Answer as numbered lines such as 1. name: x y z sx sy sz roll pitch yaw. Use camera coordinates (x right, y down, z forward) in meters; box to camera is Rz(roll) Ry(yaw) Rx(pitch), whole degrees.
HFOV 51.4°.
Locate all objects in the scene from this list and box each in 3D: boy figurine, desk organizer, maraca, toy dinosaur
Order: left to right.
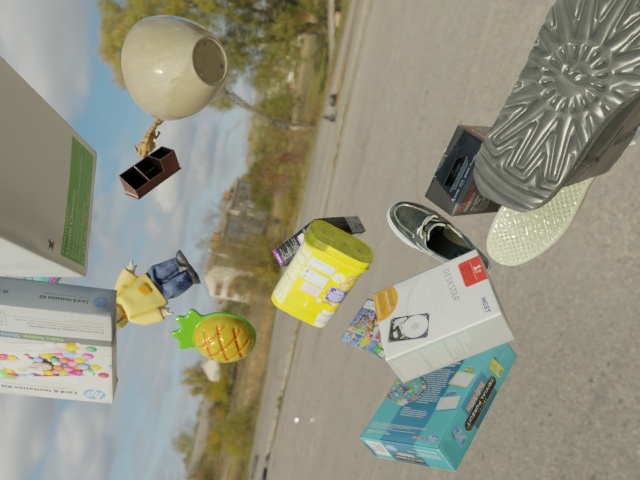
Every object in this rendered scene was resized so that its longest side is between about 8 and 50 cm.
1. boy figurine: -0.452 0.133 1.678 0.177 0.285 0.092 56 167 11
2. toy dinosaur: -0.518 -0.273 1.975 0.112 0.064 0.211 -7 68 68
3. desk organizer: -0.370 -0.149 1.447 0.130 0.047 0.050 -44 -41 -33
4. maraca: -0.234 0.210 1.478 0.099 0.186 0.127 -107 35 -67

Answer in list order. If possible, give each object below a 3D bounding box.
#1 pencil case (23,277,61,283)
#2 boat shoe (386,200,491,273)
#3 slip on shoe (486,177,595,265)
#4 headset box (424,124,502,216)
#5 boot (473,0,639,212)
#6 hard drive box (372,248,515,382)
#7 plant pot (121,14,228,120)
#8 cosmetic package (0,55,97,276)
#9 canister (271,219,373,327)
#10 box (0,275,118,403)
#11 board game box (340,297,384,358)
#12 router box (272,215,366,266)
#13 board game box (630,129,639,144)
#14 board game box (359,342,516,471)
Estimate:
1. pencil case: -0.527 0.055 1.300 0.152 0.064 0.070 -44 60 34
2. boat shoe: 0.308 -0.018 1.755 0.121 0.335 0.119 -51 -29 -6
3. slip on shoe: 0.435 -0.092 1.259 0.331 0.123 0.101 -58 -8 12
4. headset box: 0.424 -0.186 1.774 0.110 0.293 0.218 43 123 35
5. boot: 0.413 -0.223 0.909 0.445 0.146 0.367 -16 -32 -52
6. hard drive box: 0.233 0.146 1.299 0.089 0.232 0.181 55 -163 -37
7. plant pot: -0.359 -0.472 1.791 0.284 0.191 0.284 -4 -84 -52
8. cosmetic package: -0.400 -0.078 0.773 0.365 0.155 0.196 92 179 -79
9. canister: -0.001 0.063 1.192 0.170 0.126 0.073 -58 7 30
10. box: -0.297 0.113 0.724 0.186 0.145 0.038 110 164 -48
11. board game box: 0.137 0.220 1.694 0.136 0.035 0.201 -54 17 -11
12. router box: 0.000 0.000 1.460 0.133 0.046 0.179 -36 -16 29
13. board game box: 0.693 -0.319 1.846 0.305 0.193 0.053 -11 38 56
14. board game box: 0.281 0.372 1.582 0.254 0.079 0.336 -11 32 52
